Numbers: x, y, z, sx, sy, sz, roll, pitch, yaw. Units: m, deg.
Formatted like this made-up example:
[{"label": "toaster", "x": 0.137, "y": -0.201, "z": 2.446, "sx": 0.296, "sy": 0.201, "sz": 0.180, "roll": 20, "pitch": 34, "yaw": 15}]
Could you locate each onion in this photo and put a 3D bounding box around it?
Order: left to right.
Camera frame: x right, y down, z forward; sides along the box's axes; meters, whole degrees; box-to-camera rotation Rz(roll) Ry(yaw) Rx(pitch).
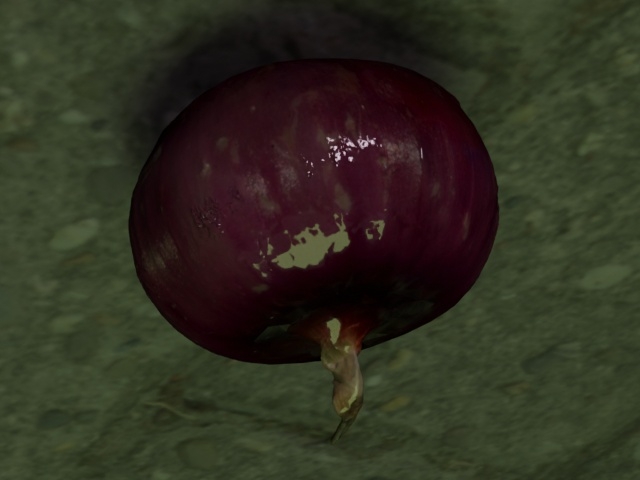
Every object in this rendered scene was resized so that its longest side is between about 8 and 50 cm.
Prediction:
[{"label": "onion", "x": -0.003, "y": -0.010, "z": 0.894, "sx": 0.177, "sy": 0.153, "sz": 0.177, "roll": -6, "pitch": 132, "yaw": -7}]
